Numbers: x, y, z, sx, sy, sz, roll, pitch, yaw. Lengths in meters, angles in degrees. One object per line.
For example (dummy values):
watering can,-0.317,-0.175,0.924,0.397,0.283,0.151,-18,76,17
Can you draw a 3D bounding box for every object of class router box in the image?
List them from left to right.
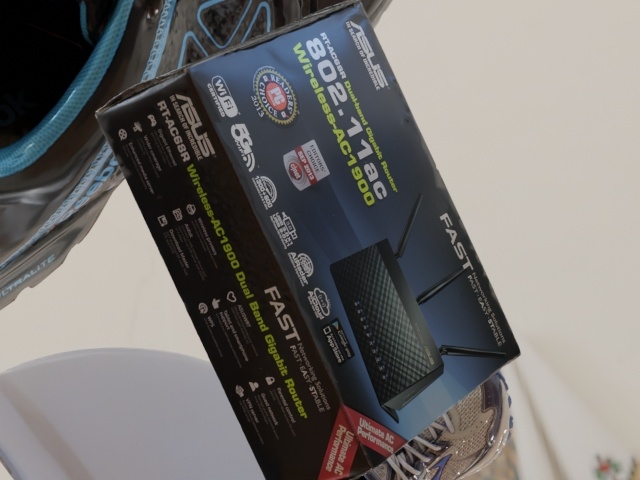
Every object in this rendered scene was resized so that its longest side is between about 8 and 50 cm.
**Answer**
router box,0.000,0.000,0.560,0.038,0.092,0.122,-21,-84,36

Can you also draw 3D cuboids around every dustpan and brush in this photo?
dustpan and brush,-0.030,0.087,0.698,0.147,0.211,0.060,52,-52,8

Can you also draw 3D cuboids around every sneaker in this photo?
sneaker,-0.061,-0.099,0.784,0.125,0.341,0.139,41,-21,5
sneaker,0.046,0.107,0.972,0.058,0.052,0.135,-12,-37,-44
